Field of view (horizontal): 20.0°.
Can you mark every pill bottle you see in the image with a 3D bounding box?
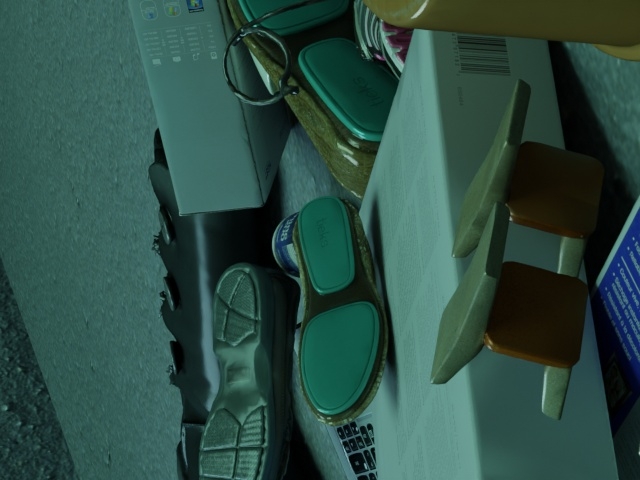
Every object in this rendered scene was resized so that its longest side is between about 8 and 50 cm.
[{"bbox_3d":[0.000,0.000,1.740,0.120,0.067,0.067,164,95,-72],"label":"pill bottle"}]

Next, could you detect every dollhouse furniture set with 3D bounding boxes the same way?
[{"bbox_3d":[0.207,-0.023,0.834,0.135,0.262,0.259,107,179,-52],"label":"dollhouse furniture set"}]

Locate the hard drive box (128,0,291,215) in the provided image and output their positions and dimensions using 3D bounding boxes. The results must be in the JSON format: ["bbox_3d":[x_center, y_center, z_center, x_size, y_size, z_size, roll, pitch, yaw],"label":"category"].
[{"bbox_3d":[-0.103,-0.169,1.755,0.181,0.089,0.232,-74,-25,-62],"label":"hard drive box"}]

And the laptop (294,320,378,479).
[{"bbox_3d":[0.005,0.272,1.602,0.408,0.236,0.382,67,161,5],"label":"laptop"}]

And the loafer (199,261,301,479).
[{"bbox_3d":[-0.055,0.157,1.758,0.096,0.084,0.268,-2,83,44],"label":"loafer"}]

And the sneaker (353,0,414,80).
[{"bbox_3d":[0.066,-0.162,1.452,0.170,0.063,0.075,-113,21,-46],"label":"sneaker"}]

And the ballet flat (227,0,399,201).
[{"bbox_3d":[-0.001,-0.151,1.602,0.124,0.116,0.342,92,153,-46],"label":"ballet flat"}]

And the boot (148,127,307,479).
[{"bbox_3d":[-0.089,0.120,2.003,0.367,0.146,0.445,-139,45,-59],"label":"boot"}]

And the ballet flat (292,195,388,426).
[{"bbox_3d":[0.020,0.059,1.355,0.067,0.073,0.206,59,-157,-49],"label":"ballet flat"}]

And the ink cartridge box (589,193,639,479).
[{"bbox_3d":[0.227,0.082,1.103,0.371,0.069,0.176,102,152,-56],"label":"ink cartridge box"}]

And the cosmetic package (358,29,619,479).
[{"bbox_3d":[0.103,0.065,1.276,0.284,0.097,0.377,109,161,-56],"label":"cosmetic package"}]

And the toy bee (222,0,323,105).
[{"bbox_3d":[0.053,-0.244,1.326,0.298,0.162,0.195,-31,80,40],"label":"toy bee"}]

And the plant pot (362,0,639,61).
[{"bbox_3d":[0.121,-0.230,1.008,0.291,0.203,0.291,168,90,-72],"label":"plant pot"}]
